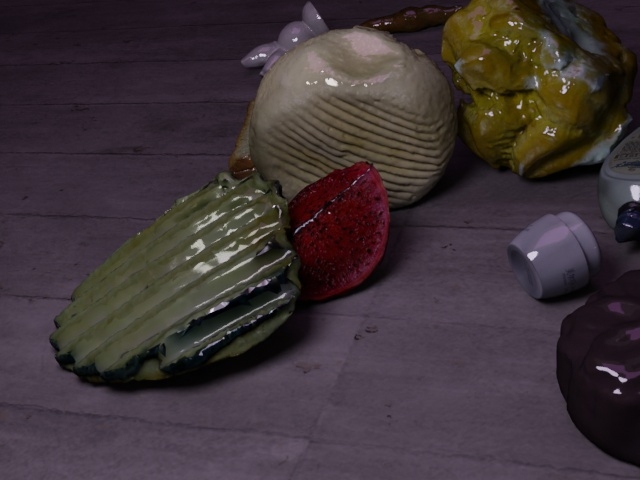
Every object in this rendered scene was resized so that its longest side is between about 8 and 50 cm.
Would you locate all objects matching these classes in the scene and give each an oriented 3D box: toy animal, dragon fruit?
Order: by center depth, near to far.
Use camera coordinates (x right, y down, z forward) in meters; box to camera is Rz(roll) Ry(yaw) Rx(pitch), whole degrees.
[{"bbox_3d":[0.000,0.000,1.494,0.261,0.163,0.189,-37,78,0],"label":"dragon fruit"},{"bbox_3d":[-0.076,-0.458,2.316,0.221,0.131,0.104,-40,70,0],"label":"toy animal"}]

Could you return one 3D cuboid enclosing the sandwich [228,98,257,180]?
[{"bbox_3d":[-0.037,-0.207,1.874,0.254,0.100,0.288,-5,32,11],"label":"sandwich"}]

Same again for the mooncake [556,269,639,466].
[{"bbox_3d":[0.426,0.139,1.150,0.283,0.141,0.283,-9,30,5],"label":"mooncake"}]

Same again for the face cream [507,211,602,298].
[{"bbox_3d":[0.335,0.022,1.383,0.104,0.117,0.117,-25,34,-9],"label":"face cream"}]

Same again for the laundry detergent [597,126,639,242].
[{"bbox_3d":[0.536,-0.079,1.491,0.215,0.105,0.280,9,35,31],"label":"laundry detergent"}]

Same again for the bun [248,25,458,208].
[{"bbox_3d":[0.051,-0.210,1.657,0.349,0.352,0.227,22,39,-19],"label":"bun"}]

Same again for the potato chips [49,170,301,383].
[{"bbox_3d":[-0.218,0.066,1.436,0.429,0.070,0.358,-33,41,3],"label":"potato chips"}]

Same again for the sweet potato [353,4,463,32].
[{"bbox_3d":[0.214,-0.543,2.372,0.274,0.067,0.067,-7,32,9],"label":"sweet potato"}]

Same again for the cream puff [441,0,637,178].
[{"bbox_3d":[0.362,-0.268,1.683,0.378,0.275,0.378,21,40,-18],"label":"cream puff"}]
